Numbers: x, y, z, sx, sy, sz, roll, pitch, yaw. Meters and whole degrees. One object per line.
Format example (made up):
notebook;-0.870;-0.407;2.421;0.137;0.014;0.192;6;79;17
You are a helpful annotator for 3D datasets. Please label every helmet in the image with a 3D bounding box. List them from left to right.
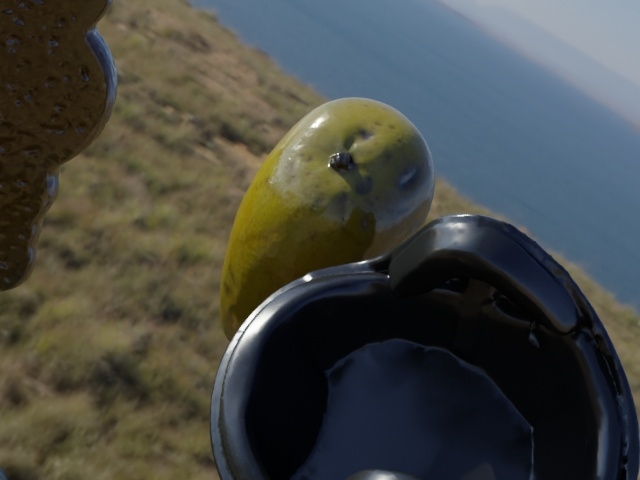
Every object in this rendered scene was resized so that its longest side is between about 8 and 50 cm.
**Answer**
helmet;0.052;0.101;0.604;0.216;0.189;0.193;13;-32;14

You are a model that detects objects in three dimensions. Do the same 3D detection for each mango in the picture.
mango;0.000;0.000;0.744;0.098;0.195;0.137;36;36;13

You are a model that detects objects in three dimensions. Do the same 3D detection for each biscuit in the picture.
biscuit;-0.239;-0.105;0.851;0.183;0.319;0.047;3;18;-1

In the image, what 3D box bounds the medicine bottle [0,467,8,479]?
medicine bottle;-0.319;0.254;0.684;0.245;0.290;0.245;156;-90;-86
